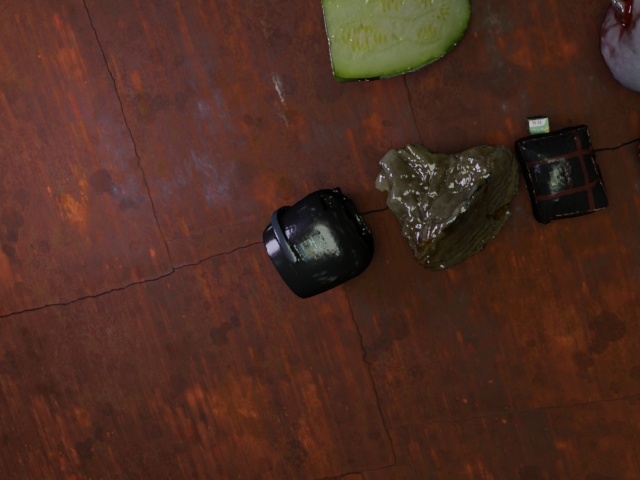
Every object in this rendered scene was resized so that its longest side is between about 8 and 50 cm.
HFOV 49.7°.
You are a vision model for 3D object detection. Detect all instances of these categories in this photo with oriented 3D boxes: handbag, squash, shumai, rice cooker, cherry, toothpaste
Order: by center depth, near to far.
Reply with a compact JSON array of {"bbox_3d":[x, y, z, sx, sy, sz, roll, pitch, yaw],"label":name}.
[{"bbox_3d":[0.752,-0.456,1.419,0.335,0.326,0.291,-5,67,20],"label":"cherry"},{"bbox_3d":[0.499,-0.267,1.593,0.043,0.178,0.037,-7,100,16],"label":"toothpaste"},{"bbox_3d":[0.188,-0.506,1.612,0.309,0.210,0.233,-1,115,19],"label":"squash"},{"bbox_3d":[0.564,-0.156,1.613,0.169,0.155,0.215,-16,96,8],"label":"handbag"},{"bbox_3d":[0.295,-0.110,1.691,0.283,0.217,0.346,35,98,38],"label":"shumai"},{"bbox_3d":[0.000,0.000,1.743,0.224,0.267,0.267,-32,92,17],"label":"rice cooker"}]

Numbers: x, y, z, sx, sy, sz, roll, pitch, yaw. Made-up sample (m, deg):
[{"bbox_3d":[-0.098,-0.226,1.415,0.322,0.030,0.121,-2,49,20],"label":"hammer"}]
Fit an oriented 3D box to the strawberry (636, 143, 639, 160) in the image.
[{"bbox_3d":[0.818,-0.234,1.539,0.175,0.107,0.236,33,145,6],"label":"strawberry"}]
